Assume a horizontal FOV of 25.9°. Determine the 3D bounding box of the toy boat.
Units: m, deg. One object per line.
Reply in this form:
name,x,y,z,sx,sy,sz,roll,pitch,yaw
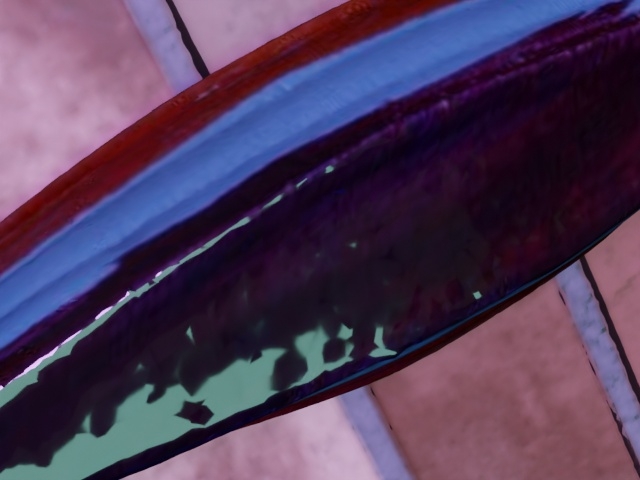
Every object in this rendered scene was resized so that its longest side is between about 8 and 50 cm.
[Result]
toy boat,0.000,0.000,0.482,0.392,0.079,0.136,-28,111,-14
